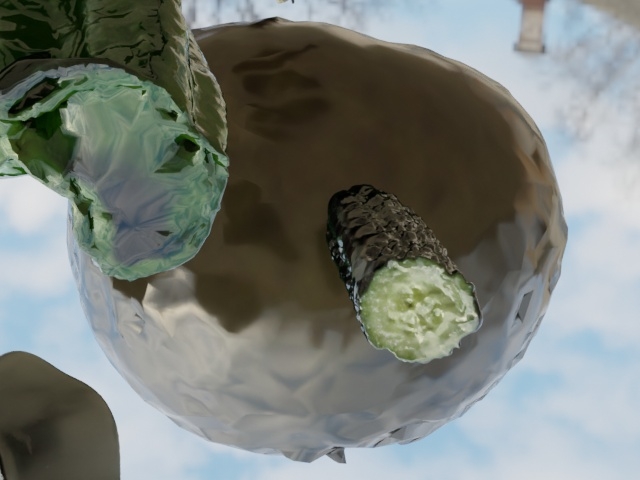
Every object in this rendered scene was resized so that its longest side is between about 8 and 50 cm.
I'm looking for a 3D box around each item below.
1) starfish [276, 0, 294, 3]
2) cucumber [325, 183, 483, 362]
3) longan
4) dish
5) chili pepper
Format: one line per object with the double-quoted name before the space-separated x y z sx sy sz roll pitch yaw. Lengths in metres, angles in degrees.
"starfish" -0.068 -0.372 1.797 0.060 0.299 0.302 -9 -142 7
"cucumber" 0.048 0.014 1.104 0.077 0.077 0.265 -1 -165 -5
"longan" -0.005 0.004 1.450 0.436 0.404 0.404 14 -151 -7
"dish" -0.214 0.164 1.073 0.190 0.191 0.066 26 -172 35
"chili pepper" -0.177 -0.083 0.796 0.213 0.167 0.385 -37 -142 -6
